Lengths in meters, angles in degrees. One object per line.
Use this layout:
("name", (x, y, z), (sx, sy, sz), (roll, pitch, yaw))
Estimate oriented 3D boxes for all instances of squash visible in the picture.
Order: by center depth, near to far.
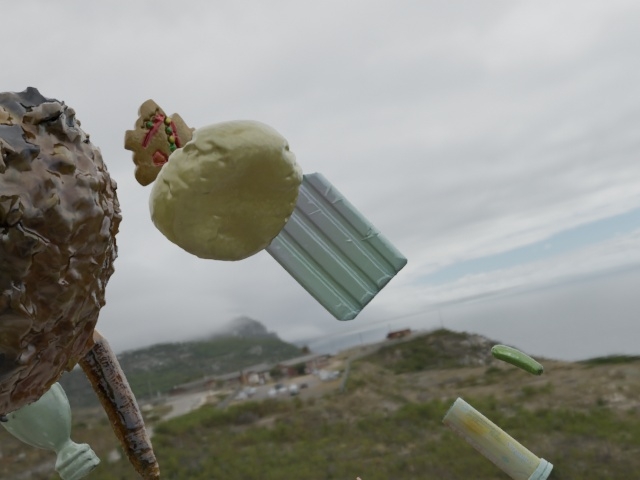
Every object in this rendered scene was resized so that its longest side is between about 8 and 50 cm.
("squash", (0.302, 0.183, 1.154), (0.089, 0.027, 0.027), (22, 17, 37))

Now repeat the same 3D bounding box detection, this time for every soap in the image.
("soap", (0.000, 0.000, 1.399), (0.173, 0.289, 0.095), (-46, 5, -5))

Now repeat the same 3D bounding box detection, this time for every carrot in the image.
("carrot", (-0.359, 0.292, 1.336), (0.066, 0.314, 0.066), (-28, -13, -7))

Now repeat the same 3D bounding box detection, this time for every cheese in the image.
("cheese", (-0.132, -0.075, 1.101), (0.226, 0.117, 0.214), (13, -66, -54))

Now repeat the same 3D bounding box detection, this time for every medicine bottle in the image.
("medicine bottle", (0.342, 0.399, 1.473), (0.074, 0.218, 0.074), (-47, -18, -20))

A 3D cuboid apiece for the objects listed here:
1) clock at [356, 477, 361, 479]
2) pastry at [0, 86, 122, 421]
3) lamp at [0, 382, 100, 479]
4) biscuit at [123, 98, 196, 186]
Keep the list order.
("clock", (-0.002, 0.629, 1.617), (0.255, 0.219, 0.106), (-28, 45, -25))
("pastry", (-0.392, 0.038, 0.808), (0.337, 0.292, 0.405), (-63, -3, -53))
("lamp", (-0.442, 0.309, 1.229), (0.106, 0.193, 0.106), (-37, -3, -2))
("biscuit", (-0.363, -0.225, 1.821), (0.239, 0.212, 0.041), (7, -11, -39))
